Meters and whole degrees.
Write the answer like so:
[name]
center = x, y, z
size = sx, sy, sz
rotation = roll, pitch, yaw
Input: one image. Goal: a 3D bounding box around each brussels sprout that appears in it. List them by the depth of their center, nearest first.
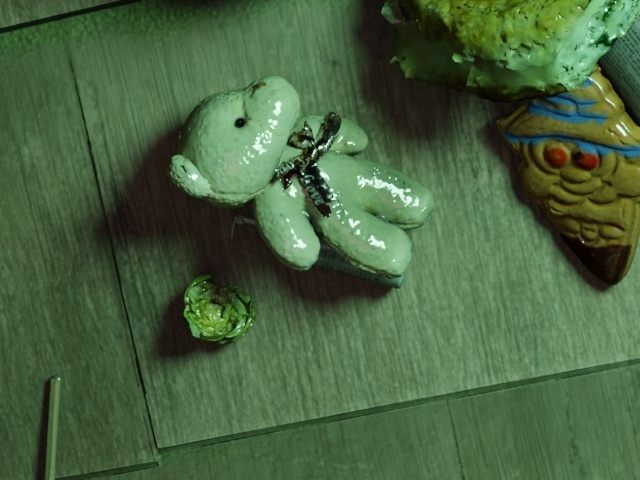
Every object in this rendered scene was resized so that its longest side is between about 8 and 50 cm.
[brussels sprout]
center = -0.111, 0.079, 1.924
size = 0.085, 0.058, 0.085
rotation = 2, 64, -5

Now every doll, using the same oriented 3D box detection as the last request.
[doll]
center = -0.012, -0.073, 1.842
size = 0.278, 0.175, 0.149
rotation = 26, 115, -4

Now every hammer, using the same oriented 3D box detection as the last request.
[hammer]
center = -0.304, 0.247, 1.964
size = 0.028, 0.060, 0.195
rotation = 3, 92, 6

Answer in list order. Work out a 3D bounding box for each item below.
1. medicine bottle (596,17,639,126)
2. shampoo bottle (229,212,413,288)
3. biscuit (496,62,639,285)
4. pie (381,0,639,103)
[medicine bottle]
center = 0.362, -0.179, 1.804
size = 0.135, 0.135, 0.215
rotation = -38, 91, 9
[shampoo bottle]
center = 0.000, 0.000, 1.901
size = 0.195, 0.056, 0.056
rotation = 17, 98, 4
[biscuit]
center = 0.270, -0.077, 1.835
size = 0.183, 0.043, 0.280
rotation = 5, 117, 41
[pie]
center = 0.210, -0.289, 1.764
size = 0.354, 0.103, 0.288
rotation = -49, 47, 7
